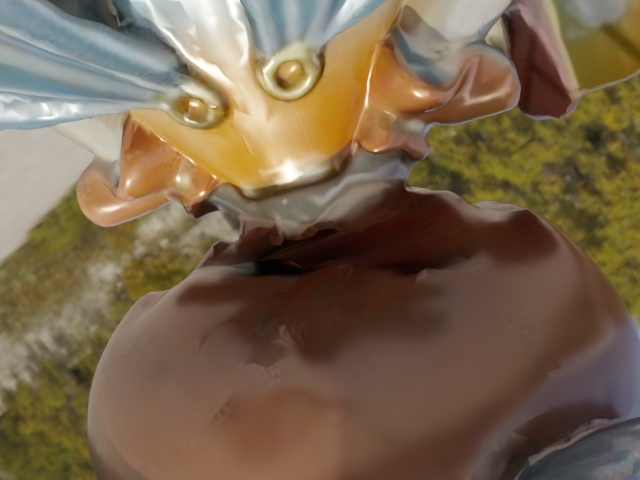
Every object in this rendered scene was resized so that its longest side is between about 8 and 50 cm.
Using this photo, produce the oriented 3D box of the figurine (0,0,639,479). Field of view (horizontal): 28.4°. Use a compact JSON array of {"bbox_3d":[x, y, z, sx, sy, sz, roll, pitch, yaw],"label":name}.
[{"bbox_3d":[0.001,-0.001,0.394,0.277,0.388,0.248,-13,-164,17],"label":"figurine"}]
